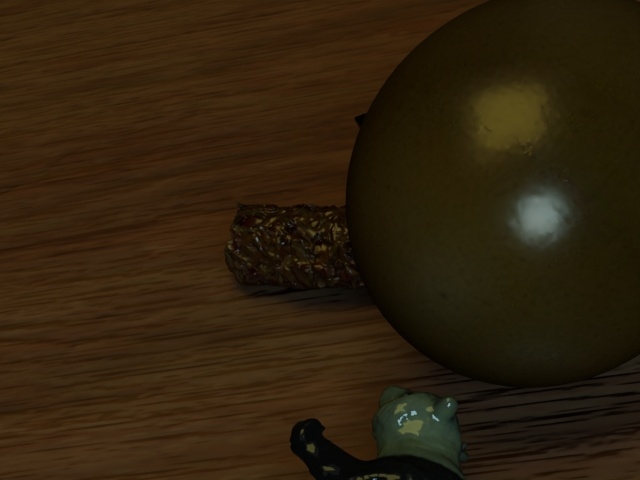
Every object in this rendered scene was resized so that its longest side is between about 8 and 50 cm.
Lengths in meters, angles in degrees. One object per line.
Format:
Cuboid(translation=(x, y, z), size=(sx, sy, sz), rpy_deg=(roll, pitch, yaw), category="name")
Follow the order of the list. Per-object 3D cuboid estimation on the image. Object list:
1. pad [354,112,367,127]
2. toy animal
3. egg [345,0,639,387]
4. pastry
Cuboid(translation=(0.165, -0.111, 1.552), size=(0.245, 0.006, 0.170), rpy_deg=(-21, 32, -6), category="pad")
Cuboid(translation=(0.034, 0.177, 1.114), size=(0.121, 0.094, 0.225), rpy_deg=(-4, 34, 16), category="toy animal")
Cuboid(translation=(0.152, -0.044, 1.236), size=(0.250, 0.250, 0.322), rpy_deg=(1, 33, 27), category="egg")
Cuboid(translation=(-0.001, 0.002, 1.412), size=(0.169, 0.063, 0.087), rpy_deg=(1, 35, 27), category="pastry")
